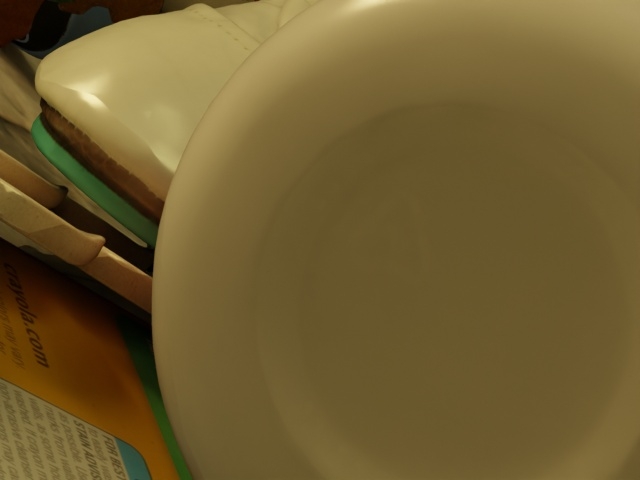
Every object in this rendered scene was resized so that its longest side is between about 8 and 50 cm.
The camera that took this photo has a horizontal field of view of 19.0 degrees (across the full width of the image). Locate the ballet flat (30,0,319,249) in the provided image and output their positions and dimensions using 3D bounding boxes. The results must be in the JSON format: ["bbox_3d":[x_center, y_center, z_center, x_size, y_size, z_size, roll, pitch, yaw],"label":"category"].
[{"bbox_3d":[0.006,-0.030,0.774,0.139,0.139,0.400,49,3,20],"label":"ballet flat"}]

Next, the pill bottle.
[{"bbox_3d":[0.090,0.012,0.601,0.181,0.181,0.323,47,17,13],"label":"pill bottle"}]

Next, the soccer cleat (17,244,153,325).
[{"bbox_3d":[-0.039,0.055,0.734,0.196,0.068,0.076,30,17,-36],"label":"soccer cleat"}]

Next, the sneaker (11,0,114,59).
[{"bbox_3d":[-0.193,-0.176,0.962,0.090,0.081,0.232,-4,48,-53],"label":"sneaker"}]

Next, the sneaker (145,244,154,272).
[{"bbox_3d":[-0.067,0.012,0.842,0.035,0.031,0.083,36,16,-28],"label":"sneaker"}]

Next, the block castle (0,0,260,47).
[{"bbox_3d":[-0.159,-0.249,0.844,0.453,0.213,0.303,11,41,-32],"label":"block castle"}]

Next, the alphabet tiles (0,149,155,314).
[{"bbox_3d":[-0.166,-0.063,0.585,0.278,0.021,0.284,31,-5,34],"label":"alphabet tiles"}]

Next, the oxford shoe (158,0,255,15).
[{"bbox_3d":[-0.089,-0.198,1.228,0.130,0.169,0.449,-8,46,-14],"label":"oxford shoe"}]

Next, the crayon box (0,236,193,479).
[{"bbox_3d":[-0.082,0.084,0.489,0.323,0.083,0.203,33,17,-36],"label":"crayon box"}]
